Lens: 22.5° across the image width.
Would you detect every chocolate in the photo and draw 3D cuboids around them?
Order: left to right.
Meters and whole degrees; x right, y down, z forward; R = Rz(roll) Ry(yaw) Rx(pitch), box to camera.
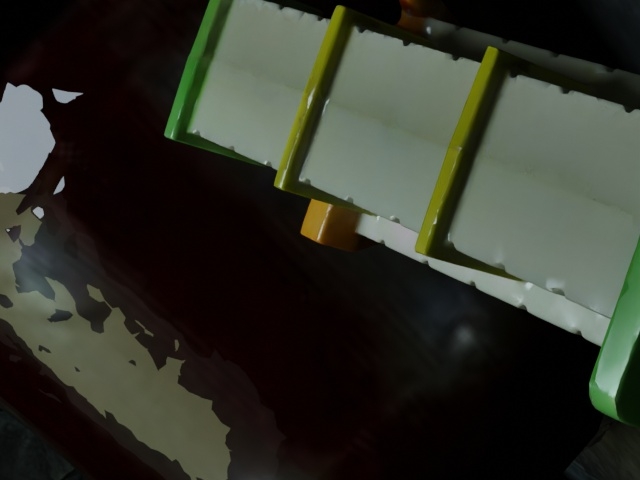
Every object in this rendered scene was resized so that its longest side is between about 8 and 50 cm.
[{"bbox_3d":[0.000,0.000,0.813,0.331,0.383,0.383,41,163,15],"label":"chocolate"}]

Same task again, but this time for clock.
[{"bbox_3d":[0.099,-0.019,0.527,0.220,0.106,0.255,15,-173,-37],"label":"clock"}]

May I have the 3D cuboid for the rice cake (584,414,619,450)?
[{"bbox_3d":[0.099,0.027,1.109,0.298,0.050,0.106,52,167,21],"label":"rice cake"}]
